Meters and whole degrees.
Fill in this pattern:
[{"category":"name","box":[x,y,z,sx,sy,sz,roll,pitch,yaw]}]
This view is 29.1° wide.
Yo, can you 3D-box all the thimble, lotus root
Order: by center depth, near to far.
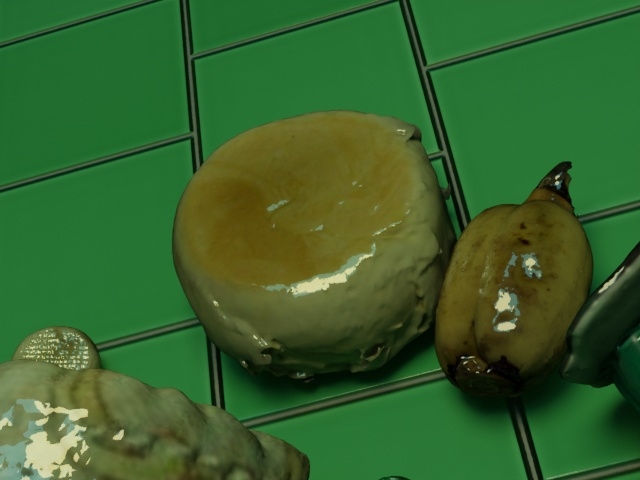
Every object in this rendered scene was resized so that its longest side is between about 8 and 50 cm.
[{"category":"thimble","box":[-0.156,0.223,0.859,0.292,0.291,0.195,-1,60,18]},{"category":"lotus root","box":[0.164,0.032,1.013,0.125,0.118,0.220,4,53,33]}]

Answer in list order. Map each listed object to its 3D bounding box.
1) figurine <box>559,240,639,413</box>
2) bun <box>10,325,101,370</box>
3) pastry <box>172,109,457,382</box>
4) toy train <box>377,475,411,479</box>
[{"category":"figurine","box":[0.345,0.136,0.814,0.323,0.231,0.340,-48,58,10]},{"category":"bun","box":[-0.239,0.120,1.122,0.086,0.055,0.086,-2,60,3]},{"category":"pastry","box":[-0.002,0.001,1.083,0.265,0.133,0.264,-11,47,12]},{"category":"toy train","box":[0.073,0.255,0.883,0.228,0.091,0.136,24,73,31]}]
